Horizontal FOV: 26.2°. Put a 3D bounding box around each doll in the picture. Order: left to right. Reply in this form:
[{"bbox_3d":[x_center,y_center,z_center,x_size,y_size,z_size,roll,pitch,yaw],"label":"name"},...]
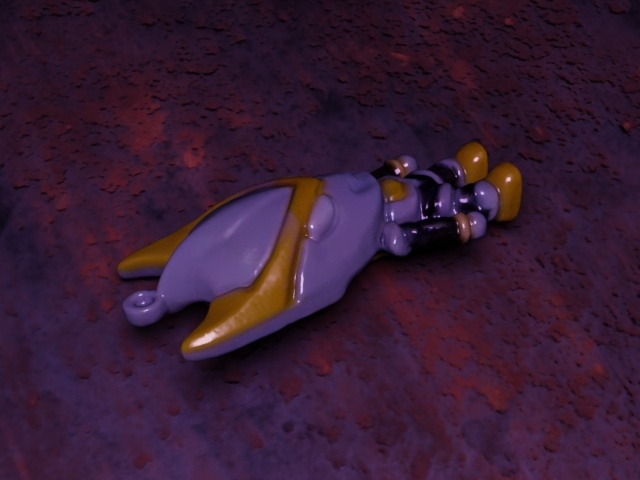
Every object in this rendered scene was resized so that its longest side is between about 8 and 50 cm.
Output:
[{"bbox_3d":[0.002,0.001,1.032,0.316,0.103,0.145,-18,55,-20],"label":"doll"}]
